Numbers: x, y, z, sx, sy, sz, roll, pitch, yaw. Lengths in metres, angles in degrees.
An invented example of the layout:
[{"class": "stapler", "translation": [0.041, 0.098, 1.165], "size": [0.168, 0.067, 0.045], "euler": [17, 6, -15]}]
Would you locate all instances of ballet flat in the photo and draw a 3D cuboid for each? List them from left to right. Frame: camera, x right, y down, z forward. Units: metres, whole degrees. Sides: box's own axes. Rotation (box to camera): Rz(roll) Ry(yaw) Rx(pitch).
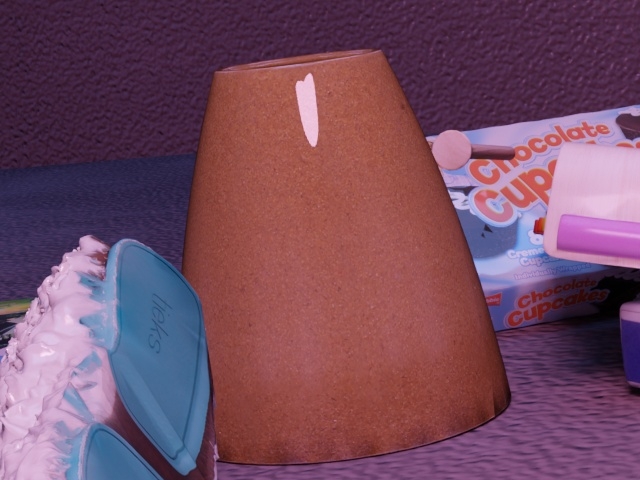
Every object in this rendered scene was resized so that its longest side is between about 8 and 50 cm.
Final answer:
[{"class": "ballet flat", "translation": [-0.114, 0.135, 0.866], "size": [0.147, 0.147, 0.409], "euler": [-7, 23, 0]}]

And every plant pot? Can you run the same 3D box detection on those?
[{"class": "plant pot", "translation": [0.000, 0.000, 1.264], "size": [0.237, 0.254, 0.237], "euler": [-8, 8, 1]}]

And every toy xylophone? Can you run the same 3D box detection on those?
[{"class": "toy xylophone", "translation": [0.217, -0.024, 1.329], "size": [0.236, 0.081, 0.322], "euler": [8, 1, 24]}]

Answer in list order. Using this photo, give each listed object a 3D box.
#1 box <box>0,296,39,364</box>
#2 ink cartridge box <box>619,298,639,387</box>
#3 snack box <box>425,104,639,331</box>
[{"class": "box", "translation": [-0.204, 0.096, 1.458], "size": [0.232, 0.059, 0.322], "euler": [-6, 8, 6]}, {"class": "ink cartridge box", "translation": [0.419, 0.056, 1.161], "size": [0.330, 0.071, 0.324], "euler": [-9, 7, -26]}, {"class": "snack box", "translation": [0.225, -0.025, 1.553], "size": [0.321, 0.060, 0.187], "euler": [-10, 47, -13]}]
